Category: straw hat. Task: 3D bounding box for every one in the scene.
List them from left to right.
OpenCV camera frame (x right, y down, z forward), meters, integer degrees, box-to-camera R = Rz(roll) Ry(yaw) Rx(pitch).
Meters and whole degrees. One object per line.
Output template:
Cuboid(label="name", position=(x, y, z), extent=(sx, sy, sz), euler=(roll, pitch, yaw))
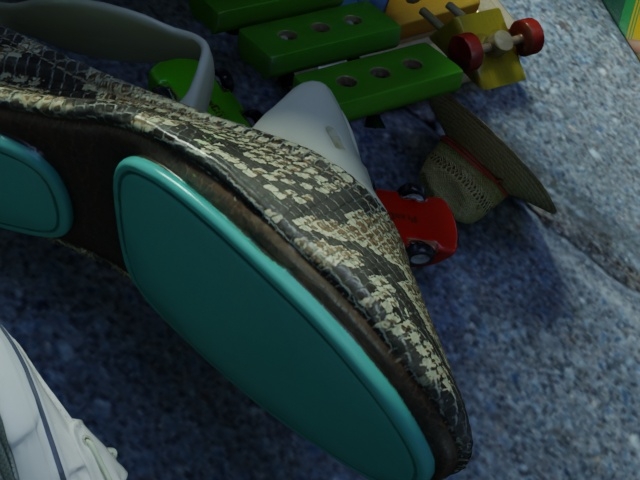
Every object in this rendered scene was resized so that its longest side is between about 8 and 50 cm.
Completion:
Cuboid(label="straw hat", position=(0.109, -0.047, 0.906), extent=(0.144, 0.144, 0.061), euler=(45, 91, 9))

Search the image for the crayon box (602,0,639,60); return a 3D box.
Cuboid(label="crayon box", position=(0.379, -0.185, 1.068), extent=(0.081, 0.165, 0.278), euler=(-11, 63, -31))

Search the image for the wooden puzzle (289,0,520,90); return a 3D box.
Cuboid(label="wooden puzzle", position=(0.030, -0.223, 0.992), extent=(0.221, 0.044, 0.239), euler=(-19, 68, -26))

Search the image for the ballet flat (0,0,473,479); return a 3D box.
Cuboid(label="ballet flat", position=(-0.098, -0.048, 0.689), extent=(0.482, 0.164, 0.182), euler=(27, 56, 17))

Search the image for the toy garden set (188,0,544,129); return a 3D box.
Cuboid(label="toy garden set", position=(0.019, -0.158, 0.872), extent=(0.203, 0.049, 0.244), euler=(-19, 44, -29))

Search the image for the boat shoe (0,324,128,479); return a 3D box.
Cuboid(label="boat shoe", position=(-0.143, 0.145, 0.661), extent=(0.076, 0.083, 0.226), euler=(-11, 74, -44))

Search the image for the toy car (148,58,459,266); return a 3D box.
Cuboid(label="toy car", position=(-0.047, -0.034, 0.836), extent=(0.239, 0.053, 0.225), euler=(-25, 71, -37))
